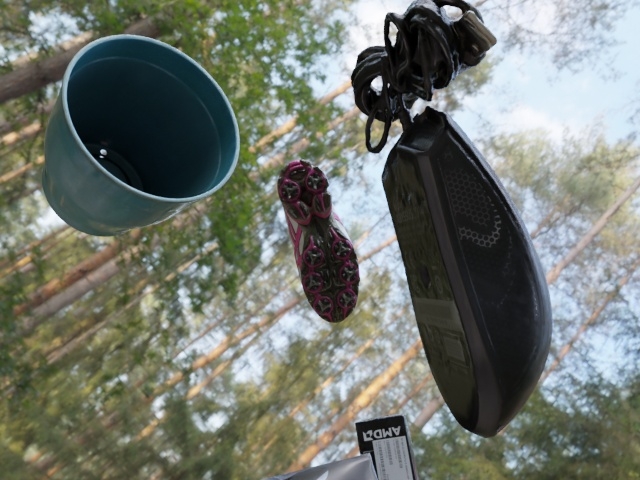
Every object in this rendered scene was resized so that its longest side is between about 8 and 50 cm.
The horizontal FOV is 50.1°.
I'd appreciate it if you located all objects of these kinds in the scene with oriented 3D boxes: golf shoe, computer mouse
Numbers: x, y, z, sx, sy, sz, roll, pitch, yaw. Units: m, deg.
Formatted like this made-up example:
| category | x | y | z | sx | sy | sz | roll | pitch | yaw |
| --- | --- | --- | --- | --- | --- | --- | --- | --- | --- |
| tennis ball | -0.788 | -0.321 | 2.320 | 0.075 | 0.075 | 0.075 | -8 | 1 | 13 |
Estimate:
| category | x | y | z | sx | sy | sz | roll | pitch | yaw |
| --- | --- | --- | --- | --- | --- | --- | --- | --- | --- |
| golf shoe | 0.000 | 0.000 | 0.777 | 0.086 | 0.068 | 0.186 | -159 | -125 | -87 |
| computer mouse | 0.096 | -0.010 | 0.446 | 0.188 | 0.072 | 0.272 | -172 | -113 | -80 |

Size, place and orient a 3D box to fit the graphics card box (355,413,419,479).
| category | x | y | z | sx | sy | sz | roll | pitch | yaw |
| --- | --- | --- | --- | --- | --- | --- | --- | --- | --- |
| graphics card box | 0.141 | 0.495 | 1.202 | 0.233 | 0.094 | 0.370 | 61 | 18 | -73 |

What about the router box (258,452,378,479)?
| category | x | y | z | sx | sy | sz | roll | pitch | yaw |
| --- | --- | --- | --- | --- | --- | --- | --- | --- | --- |
| router box | -0.056 | 0.401 | 0.795 | 0.243 | 0.309 | 0.081 | -108 | -173 | -54 |

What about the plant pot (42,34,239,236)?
| category | x | y | z | sx | sy | sz | roll | pitch | yaw |
| --- | --- | --- | --- | --- | --- | --- | --- | --- | --- |
| plant pot | -0.307 | -0.135 | 1.078 | 0.271 | 0.272 | 0.255 | 52 | -43 | -6 |
